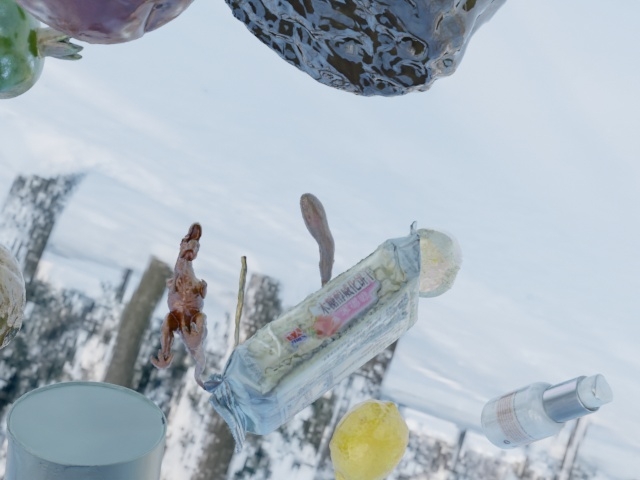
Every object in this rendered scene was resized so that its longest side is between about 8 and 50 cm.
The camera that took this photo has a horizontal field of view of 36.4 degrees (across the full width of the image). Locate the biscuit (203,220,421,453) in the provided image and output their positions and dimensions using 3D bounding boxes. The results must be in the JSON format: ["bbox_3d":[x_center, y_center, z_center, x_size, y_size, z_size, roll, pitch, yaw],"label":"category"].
[{"bbox_3d":[0.006,0.114,1.136,0.079,0.309,0.186,48,164,27],"label":"biscuit"}]

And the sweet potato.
[{"bbox_3d":[0.000,0.000,1.935,0.050,0.050,0.214,9,122,45],"label":"sweet potato"}]

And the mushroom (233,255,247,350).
[{"bbox_3d":[-0.157,0.162,1.868,0.025,0.286,0.028,-9,-153,-32],"label":"mushroom"}]

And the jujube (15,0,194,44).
[{"bbox_3d":[-0.250,-0.347,0.966,0.318,0.223,0.223,53,168,1],"label":"jujube"}]

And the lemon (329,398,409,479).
[{"bbox_3d":[0.074,0.321,1.532,0.114,0.155,0.114,34,-178,-1],"label":"lemon"}]

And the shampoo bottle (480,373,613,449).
[{"bbox_3d":[0.295,0.216,1.262,0.074,0.074,0.192,24,142,-29],"label":"shampoo bottle"}]

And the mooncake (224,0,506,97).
[{"bbox_3d":[0.039,-0.302,1.043,0.324,0.187,0.324,27,159,11],"label":"mooncake"}]

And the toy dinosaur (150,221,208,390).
[{"bbox_3d":[-0.266,0.180,1.906,0.097,0.432,0.208,6,-150,0],"label":"toy dinosaur"}]

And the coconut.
[{"bbox_3d":[0.174,0.036,1.582,0.116,0.116,0.122,17,-172,10],"label":"coconut"}]

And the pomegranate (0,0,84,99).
[{"bbox_3d":[-0.510,-0.327,1.617,0.225,0.187,0.187,-4,170,-2],"label":"pomegranate"}]

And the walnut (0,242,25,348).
[{"bbox_3d":[-0.501,0.081,1.327,0.198,0.198,0.245,20,138,-6],"label":"walnut"}]

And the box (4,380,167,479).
[{"bbox_3d":[-0.345,0.325,1.417,0.226,0.149,0.226,10,-161,-4],"label":"box"}]
